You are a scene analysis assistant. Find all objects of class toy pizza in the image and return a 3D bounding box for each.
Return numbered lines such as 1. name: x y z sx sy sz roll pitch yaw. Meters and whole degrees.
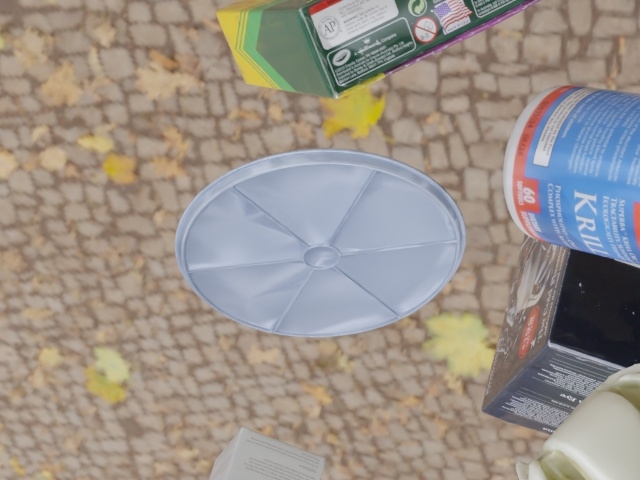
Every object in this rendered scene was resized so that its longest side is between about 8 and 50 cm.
1. toy pizza: 0.000 0.000 0.846 0.201 0.032 0.201 -1 141 -1

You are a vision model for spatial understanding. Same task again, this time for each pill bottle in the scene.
1. pill bottle: 0.251 -0.039 0.867 0.221 0.124 0.124 16 143 45

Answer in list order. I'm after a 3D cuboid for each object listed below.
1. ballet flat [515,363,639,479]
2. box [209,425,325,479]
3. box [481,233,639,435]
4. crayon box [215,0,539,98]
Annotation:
1. ballet flat: 0.112 0.068 0.305 0.096 0.095 0.280 49 154 9
2. box: -0.064 0.271 1.308 0.101 0.087 0.102 23 142 -10
3. box: 0.362 0.055 1.565 0.178 0.343 0.312 18 156 1
4. crayon box: 0.099 -0.282 1.317 0.363 0.313 0.106 -28 109 -13
